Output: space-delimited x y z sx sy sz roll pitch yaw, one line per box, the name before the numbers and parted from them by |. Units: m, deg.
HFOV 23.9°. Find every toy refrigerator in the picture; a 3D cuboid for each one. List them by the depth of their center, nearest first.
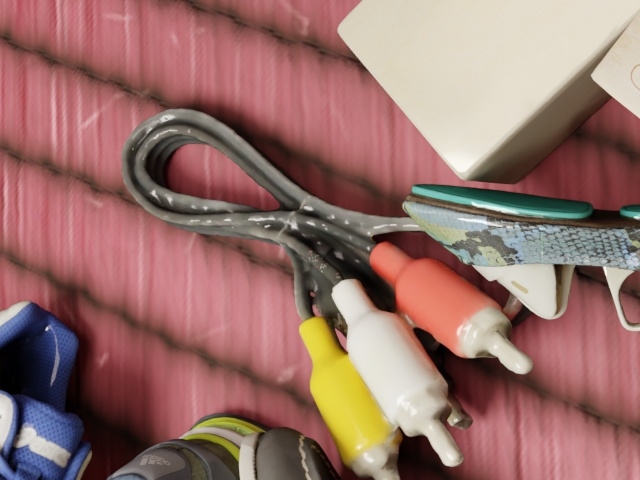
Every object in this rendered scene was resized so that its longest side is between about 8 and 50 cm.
toy refrigerator | 0.146 -0.153 0.713 0.269 0.094 0.102 -45 73 19

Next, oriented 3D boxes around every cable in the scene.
cable | 0.000 0.000 0.790 0.287 0.072 0.139 45 101 25

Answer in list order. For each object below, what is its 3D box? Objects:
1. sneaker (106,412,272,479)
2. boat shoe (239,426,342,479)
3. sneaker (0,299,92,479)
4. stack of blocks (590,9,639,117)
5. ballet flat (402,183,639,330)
sneaker | -0.102 0.238 0.795 0.111 0.121 0.300 11 90 30
boat shoe | 0.055 0.240 0.724 0.095 0.112 0.335 -21 80 8
sneaker | -0.185 0.142 0.796 0.131 0.112 0.296 -40 35 19
stack of blocks | 0.255 -0.148 0.603 0.087 0.171 0.297 43 107 26
ballet flat | 0.129 0.010 0.704 0.188 0.070 0.070 4 87 16
